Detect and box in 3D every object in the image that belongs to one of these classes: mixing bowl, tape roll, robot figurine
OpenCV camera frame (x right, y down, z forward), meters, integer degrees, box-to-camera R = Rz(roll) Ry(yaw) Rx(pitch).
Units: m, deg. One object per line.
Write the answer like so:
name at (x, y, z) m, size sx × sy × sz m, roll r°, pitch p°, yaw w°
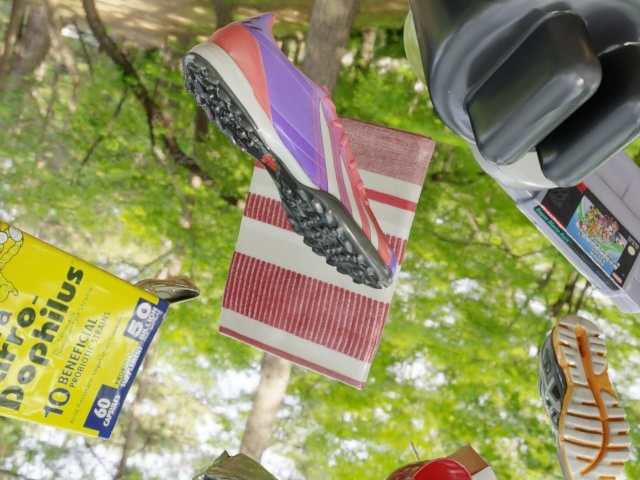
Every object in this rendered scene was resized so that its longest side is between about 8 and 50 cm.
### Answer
mixing bowl at (0.151, 0.422, 1.229) m, size 0.181 × 0.181 × 0.098 m, roll 8°, pitch 175°, yaw -37°
tape roll at (0.337, -0.187, 1.207) m, size 0.219 × 0.219 × 0.072 m, roll 14°, pitch 180°, yaw -5°
robot figurine at (0.150, -0.176, 0.577) m, size 0.174 × 0.278 × 0.209 m, roll -16°, pitch 145°, yaw 16°

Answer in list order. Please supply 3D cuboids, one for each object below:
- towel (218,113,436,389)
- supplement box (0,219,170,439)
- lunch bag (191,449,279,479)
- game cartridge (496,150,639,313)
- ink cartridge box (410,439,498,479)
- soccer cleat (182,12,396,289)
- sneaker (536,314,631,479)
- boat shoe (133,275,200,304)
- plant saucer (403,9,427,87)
towel at (0.000, 0.000, 1.026) m, size 0.237 × 0.329 × 0.037 m, roll 18°, pitch -173°, yaw 26°
supplement box at (-0.387, 0.082, 0.917) m, size 0.195 × 0.194 × 0.356 m, roll 14°, pitch 167°, yaw 35°
lunch bag at (-0.072, 0.410, 1.015) m, size 0.287 × 0.169 × 0.235 m, roll 51°, pitch 177°, yaw 10°
game cartridge at (0.476, -0.066, 1.354) m, size 0.355 × 0.230 × 0.068 m, roll 42°, pitch 152°, yaw -15°
ink cartridge box at (0.306, 0.529, 1.627) m, size 0.130 × 0.272 × 0.309 m, roll -27°, pitch 173°, yaw 0°
soccer cleat at (-0.005, -0.091, 0.818) m, size 0.318 × 0.116 × 0.108 m, roll 51°, pitch 158°, yaw -9°
sneaker at (0.298, 0.197, 0.916) m, size 0.084 × 0.215 × 0.083 m, roll 15°, pitch 145°, yaw -11°
boat shoe at (-0.299, 0.103, 1.469) m, size 0.153 × 0.056 × 0.048 m, roll -8°, pitch -151°, yaw -42°
plant saucer at (0.279, -0.402, 1.617) m, size 0.241 × 0.241 × 0.037 m, roll 21°, pitch -137°, yaw 36°
